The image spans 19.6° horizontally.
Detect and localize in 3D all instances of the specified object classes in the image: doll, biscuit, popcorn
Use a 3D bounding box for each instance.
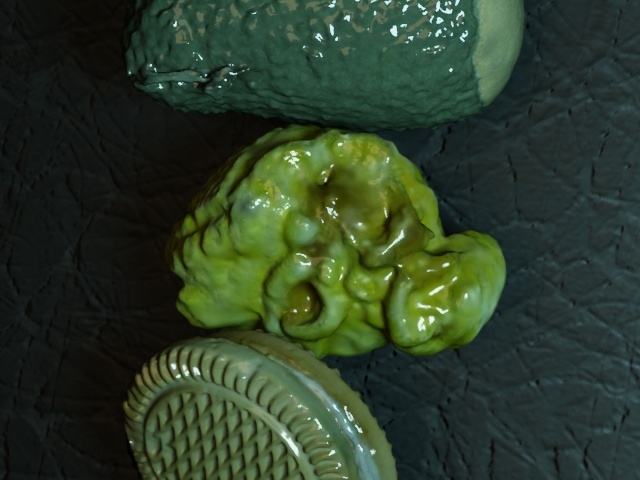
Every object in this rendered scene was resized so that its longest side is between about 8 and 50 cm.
[{"bbox_3d":[-0.001,-0.207,1.617,0.349,0.247,0.247,-8,87,6],"label":"doll"},{"bbox_3d":[-0.055,0.188,1.607,0.259,0.079,0.259,19,128,26],"label":"biscuit"},{"bbox_3d":[0.000,0.000,1.598,0.286,0.225,0.173,-3,46,30],"label":"popcorn"}]
